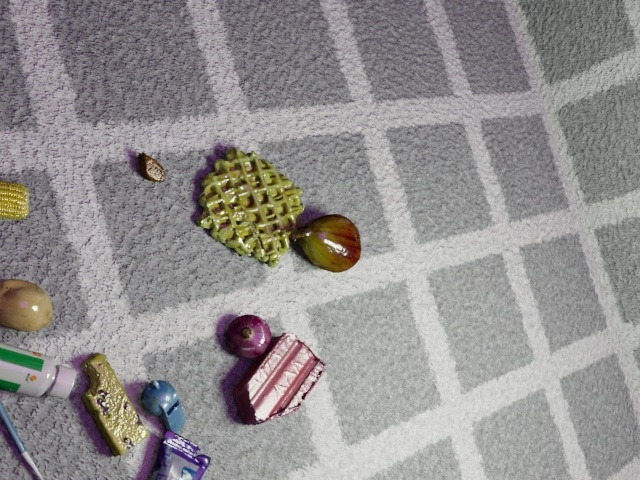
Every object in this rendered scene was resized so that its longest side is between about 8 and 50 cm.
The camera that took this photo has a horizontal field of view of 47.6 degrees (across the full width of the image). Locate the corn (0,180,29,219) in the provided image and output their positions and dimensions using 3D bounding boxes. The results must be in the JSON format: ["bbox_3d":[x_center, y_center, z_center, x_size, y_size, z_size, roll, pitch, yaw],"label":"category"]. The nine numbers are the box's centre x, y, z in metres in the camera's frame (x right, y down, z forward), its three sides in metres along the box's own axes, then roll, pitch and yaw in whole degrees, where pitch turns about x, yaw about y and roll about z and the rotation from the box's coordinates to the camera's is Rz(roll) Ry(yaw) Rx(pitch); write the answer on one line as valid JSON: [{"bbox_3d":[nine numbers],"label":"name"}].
[{"bbox_3d":[-0.727,-0.091,1.588,0.165,0.063,0.085,1,100,-34],"label":"corn"}]

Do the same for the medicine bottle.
[{"bbox_3d":[-0.649,0.266,1.516,0.260,0.095,0.095,24,63,-27],"label":"medicine bottle"}]

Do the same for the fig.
[{"bbox_3d":[-0.002,0.001,2.033,0.274,0.146,0.170,11,69,-51],"label":"fig"}]

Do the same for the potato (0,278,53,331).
[{"bbox_3d":[-0.645,0.142,1.552,0.147,0.112,0.112,21,65,-23],"label":"potato"}]

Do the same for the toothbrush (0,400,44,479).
[{"bbox_3d":[-0.637,0.428,1.524,0.025,0.019,0.275,-29,94,-31],"label":"toothbrush"}]

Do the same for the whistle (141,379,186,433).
[{"bbox_3d":[-0.375,0.383,1.704,0.090,0.090,0.157,-42,141,-37],"label":"whistle"}]

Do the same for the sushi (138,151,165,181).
[{"bbox_3d":[-0.433,-0.181,1.846,0.050,0.047,0.099,-41,119,-26],"label":"sushi"}]

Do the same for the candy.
[{"bbox_3d":[-0.355,0.585,1.655,0.145,0.070,0.275,42,52,-27],"label":"candy"}]

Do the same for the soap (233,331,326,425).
[{"bbox_3d":[-0.115,0.371,1.878,0.162,0.099,0.250,50,53,-14],"label":"soap"}]

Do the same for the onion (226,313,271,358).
[{"bbox_3d":[-0.184,0.247,1.873,0.104,0.115,0.115,52,33,-74],"label":"onion"}]

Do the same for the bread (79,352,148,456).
[{"bbox_3d":[-0.479,0.370,1.639,0.088,0.049,0.226,-32,95,-38],"label":"bread"}]

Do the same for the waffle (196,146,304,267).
[{"bbox_3d":[-0.182,-0.096,1.986,0.317,0.073,0.297,33,60,-25],"label":"waffle"}]
